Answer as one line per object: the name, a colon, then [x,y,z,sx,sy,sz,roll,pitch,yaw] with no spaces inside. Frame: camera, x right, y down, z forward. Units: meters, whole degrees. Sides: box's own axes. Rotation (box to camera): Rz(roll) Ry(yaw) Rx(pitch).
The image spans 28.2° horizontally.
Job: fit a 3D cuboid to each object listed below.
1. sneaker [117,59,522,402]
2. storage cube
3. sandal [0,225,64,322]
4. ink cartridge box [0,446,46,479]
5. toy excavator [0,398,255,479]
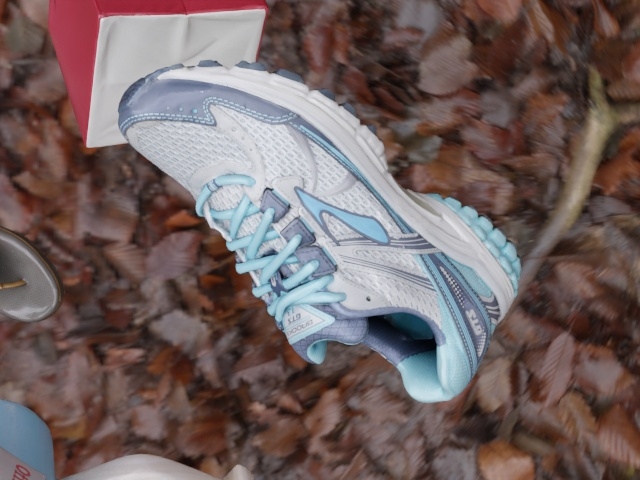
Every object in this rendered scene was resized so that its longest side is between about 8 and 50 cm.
sneaker: [0.000,0.000,0.756,0.283,0.110,0.122,31,60,-20]
storage cube: [-0.182,-0.238,1.377,0.183,0.215,0.193,-7,52,-22]
sandal: [-0.355,0.006,1.269,0.219,0.060,0.090,46,117,-8]
ink cartridge box: [-0.426,0.225,1.207,0.306,0.226,0.131,36,94,-12]
toy excavator: [-0.340,0.318,1.539,0.445,0.222,0.433,-24,129,7]
